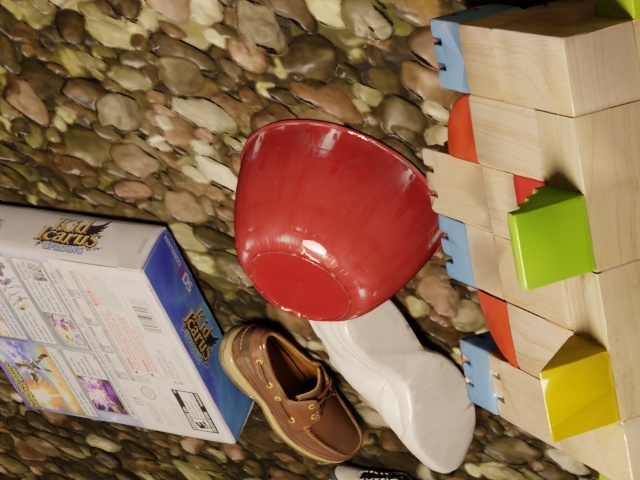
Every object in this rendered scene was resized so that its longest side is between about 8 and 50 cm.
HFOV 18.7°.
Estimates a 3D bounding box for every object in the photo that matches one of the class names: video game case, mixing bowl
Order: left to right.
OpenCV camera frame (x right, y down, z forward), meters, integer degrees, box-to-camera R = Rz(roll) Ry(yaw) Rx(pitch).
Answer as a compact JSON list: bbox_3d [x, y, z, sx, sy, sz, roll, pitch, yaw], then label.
[{"bbox_3d":[-0.215,0.076,1.836,0.244,0.061,0.269,7,143,26],"label":"video game case"},{"bbox_3d":[0.000,0.000,1.547,0.181,0.098,0.181,19,147,13],"label":"mixing bowl"}]

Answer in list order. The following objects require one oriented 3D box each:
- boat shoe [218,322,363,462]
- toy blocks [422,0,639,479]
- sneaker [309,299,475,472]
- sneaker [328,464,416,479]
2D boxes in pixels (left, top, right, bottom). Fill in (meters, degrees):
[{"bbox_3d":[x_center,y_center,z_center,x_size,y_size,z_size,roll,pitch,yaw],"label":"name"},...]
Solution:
[{"bbox_3d":[-0.018,0.143,1.792,0.060,0.064,0.178,-13,129,47],"label":"boat shoe"},{"bbox_3d":[0.162,-0.014,1.294,0.261,0.190,0.381,-155,51,-67],"label":"toy blocks"},{"bbox_3d":[0.057,0.117,1.709,0.094,0.080,0.212,4,136,50],"label":"sneaker"},{"bbox_3d":[0.062,0.238,1.904,0.109,0.040,0.044,17,130,7],"label":"sneaker"}]
